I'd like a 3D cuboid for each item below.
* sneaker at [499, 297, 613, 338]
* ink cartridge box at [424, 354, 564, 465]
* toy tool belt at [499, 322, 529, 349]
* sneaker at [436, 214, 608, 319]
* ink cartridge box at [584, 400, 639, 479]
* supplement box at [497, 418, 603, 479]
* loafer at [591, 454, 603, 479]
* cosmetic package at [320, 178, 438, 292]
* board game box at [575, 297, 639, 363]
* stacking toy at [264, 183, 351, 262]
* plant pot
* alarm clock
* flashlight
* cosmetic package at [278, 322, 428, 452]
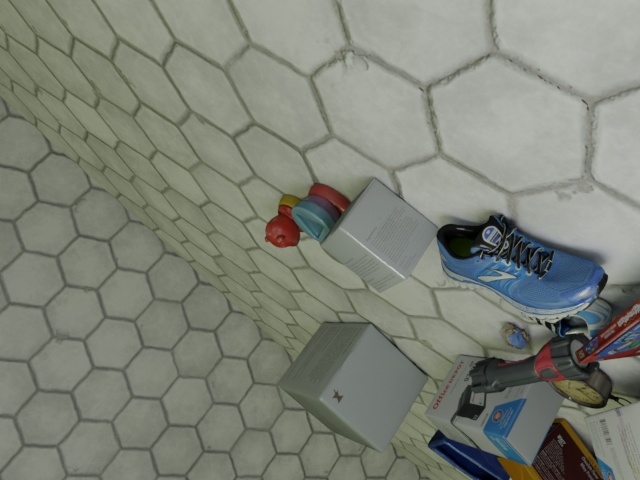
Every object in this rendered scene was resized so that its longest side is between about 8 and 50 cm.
[{"bbox_3d":[0.459,0.146,1.062,0.085,0.086,0.237,48,157,-26],"label":"sneaker"},{"bbox_3d":[0.469,0.450,1.445,0.129,0.223,0.307,45,156,-16],"label":"ink cartridge box"},{"bbox_3d":[0.471,0.236,1.258,0.083,0.052,0.051,44,165,-17],"label":"toy tool belt"},{"bbox_3d":[0.347,0.040,0.970,0.330,0.130,0.147,13,150,46],"label":"sneaker"},{"bbox_3d":[0.687,0.415,1.050,0.168,0.171,0.233,-3,155,-5],"label":"ink cartridge box"},{"bbox_3d":[0.665,0.652,1.519,0.191,0.194,0.129,55,159,7],"label":"supplement box"},{"bbox_3d":[0.851,0.672,1.481,0.096,0.084,0.267,39,158,-1],"label":"loafer"},{"bbox_3d":[0.127,-0.007,1.174,0.183,0.151,0.151,39,157,-3],"label":"cosmetic package"},{"bbox_3d":[0.554,0.147,0.886,0.145,0.027,0.281,-8,150,-1],"label":"board game box"},{"bbox_3d":[0.000,0.000,1.405,0.279,0.130,0.309,44,157,-14],"label":"stacking toy"},{"bbox_3d":[0.533,0.667,1.780,0.236,0.212,0.236,33,158,12],"label":"plant pot"},{"bbox_3d":[0.620,0.336,1.213,0.192,0.064,0.129,24,154,35],"label":"alarm clock"},{"bbox_3d":[0.480,0.287,1.213,0.103,0.103,0.304,10,155,-23],"label":"flashlight"},{"bbox_3d":[0.113,0.536,2.000,0.327,0.329,0.393,45,157,-14],"label":"cosmetic package"}]
